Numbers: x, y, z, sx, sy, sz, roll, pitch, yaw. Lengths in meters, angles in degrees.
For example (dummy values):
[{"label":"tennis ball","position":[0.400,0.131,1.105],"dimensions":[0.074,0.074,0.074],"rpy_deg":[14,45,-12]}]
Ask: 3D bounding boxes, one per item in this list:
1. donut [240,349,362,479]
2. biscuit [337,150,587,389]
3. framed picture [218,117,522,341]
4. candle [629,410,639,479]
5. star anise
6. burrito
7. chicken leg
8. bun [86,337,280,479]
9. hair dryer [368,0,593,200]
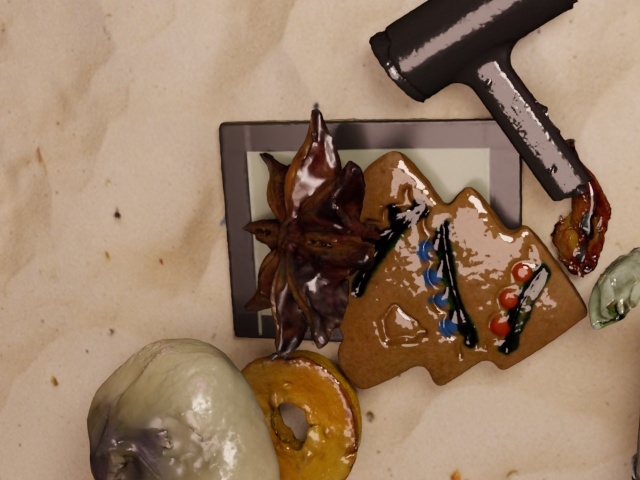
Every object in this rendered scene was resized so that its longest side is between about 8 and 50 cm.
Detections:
[{"label":"donut","position":[-0.023,0.210,1.270],"dimensions":[0.162,0.065,0.178],"rpy_deg":[2,106,22]},{"label":"biscuit","position":[0.138,0.045,1.169],"dimensions":[0.301,0.043,0.278],"rpy_deg":[6,106,15]},{"label":"framed picture","position":[0.055,-0.006,1.212],"dimensions":[0.347,0.016,0.265],"rpy_deg":[0,104,17]},{"label":"candle","position":[0.416,0.157,1.041],"dimensions":[0.221,0.221,0.343],"rpy_deg":[2,102,16]},{"label":"star anise","position":[0.000,0.000,1.141],"dimensions":[0.102,0.272,0.272],"rpy_deg":[8,112,-28]},{"label":"burrito","position":[0.305,0.048,1.098],"dimensions":[0.074,0.118,0.044],"rpy_deg":[-41,86,30]},{"label":"chicken leg","position":[0.274,-0.033,1.132],"dimensions":[0.062,0.037,0.145],"rpy_deg":[12,109,29]},{"label":"bun","position":[-0.165,0.247,1.234],"dimensions":[0.273,0.168,0.273],"rpy_deg":[23,122,42]},{"label":"hair dryer","position":[0.197,-0.153,1.091],"dimensions":[0.197,0.089,0.251],"rpy_deg":[-32,93,19]}]
